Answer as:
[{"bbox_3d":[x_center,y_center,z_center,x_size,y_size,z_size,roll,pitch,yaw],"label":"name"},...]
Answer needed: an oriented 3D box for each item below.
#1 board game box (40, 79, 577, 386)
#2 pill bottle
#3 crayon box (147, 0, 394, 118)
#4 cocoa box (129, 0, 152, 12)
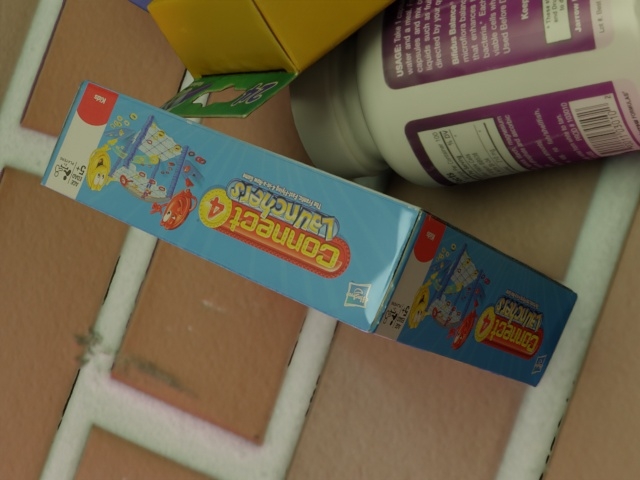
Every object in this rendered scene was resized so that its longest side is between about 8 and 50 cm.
[{"bbox_3d":[0.000,0.000,1.026,0.308,0.302,0.086,23,90,32],"label":"board game box"},{"bbox_3d":[0.134,-0.134,1.060,0.302,0.169,0.169,-9,74,27],"label":"pill bottle"},{"bbox_3d":[-0.001,-0.222,1.071,0.323,0.083,0.203,-40,21,-19],"label":"crayon box"},{"bbox_3d":[-0.095,-0.378,1.211,0.228,0.231,0.347,41,99,31],"label":"cocoa box"}]
